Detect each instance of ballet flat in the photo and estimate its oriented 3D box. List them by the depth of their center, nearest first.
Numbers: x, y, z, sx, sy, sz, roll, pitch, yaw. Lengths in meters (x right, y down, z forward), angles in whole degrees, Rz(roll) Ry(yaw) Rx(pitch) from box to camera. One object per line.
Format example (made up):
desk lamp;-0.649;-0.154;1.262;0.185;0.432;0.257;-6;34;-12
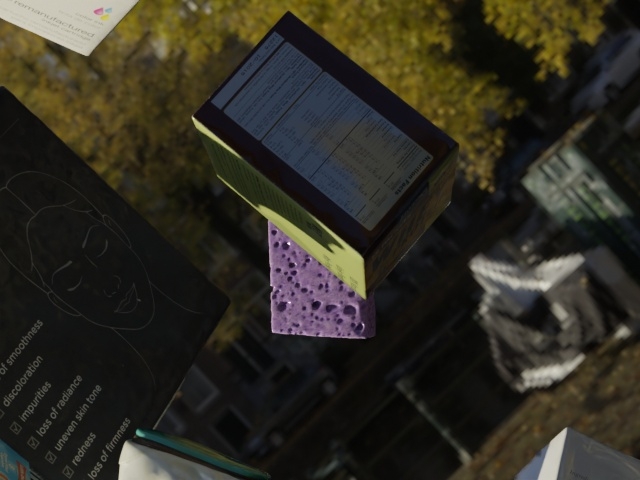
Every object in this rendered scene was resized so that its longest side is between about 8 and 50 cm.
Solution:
ballet flat;-0.059;0.324;1.533;0.139;0.400;0.139;12;-90;-68

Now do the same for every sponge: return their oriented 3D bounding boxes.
sponge;0.000;0.000;1.457;0.117;0.210;0.031;1;5;27

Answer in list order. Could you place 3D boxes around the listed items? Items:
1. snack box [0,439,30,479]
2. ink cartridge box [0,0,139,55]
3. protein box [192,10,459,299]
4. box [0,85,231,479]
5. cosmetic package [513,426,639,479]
snack box;-0.324;0.320;1.129;0.187;0.060;0.322;-39;30;5
ink cartridge box;-0.255;-0.327;1.295;0.306;0.226;0.131;-27;45;57
protein box;0.009;-0.074;1.263;0.136;0.201;0.200;-49;-11;-8
box;-0.458;0.126;1.879;0.297;0.472;0.480;-33;17;39
cosmetic package;0.321;0.363;1.656;0.151;0.151;0.183;-58;8;50
